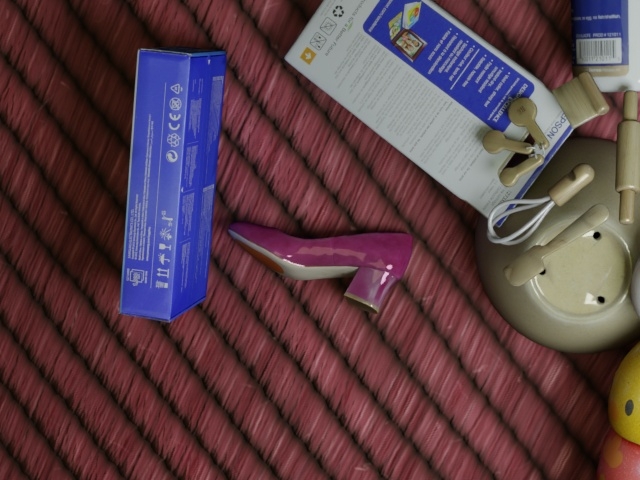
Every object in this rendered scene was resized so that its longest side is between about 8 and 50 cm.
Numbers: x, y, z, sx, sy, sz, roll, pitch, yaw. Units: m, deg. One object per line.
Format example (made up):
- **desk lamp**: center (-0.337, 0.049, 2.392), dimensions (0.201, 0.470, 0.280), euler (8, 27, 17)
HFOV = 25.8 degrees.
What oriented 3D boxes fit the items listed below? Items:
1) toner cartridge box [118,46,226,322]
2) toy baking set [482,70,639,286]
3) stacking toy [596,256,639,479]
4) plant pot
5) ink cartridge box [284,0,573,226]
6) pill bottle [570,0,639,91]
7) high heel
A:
- **toner cartridge box**: center (-0.195, -0.080, 1.851), dimensions (0.075, 0.165, 0.348), euler (7, 100, 10)
- **toy baking set**: center (0.287, -0.073, 1.649), dimensions (0.197, 0.030, 0.256), euler (-9, 70, 29)
- **stacking toy**: center (0.447, 0.217, 1.652), dimensions (0.350, 0.350, 0.480), euler (-9, 102, 13)
- **plant pot**: center (0.328, 0.020, 1.746), dimensions (0.284, 0.191, 0.284), euler (2, 99, 11)
- **ink cartridge box**: center (0.142, -0.195, 1.772), dimensions (0.371, 0.069, 0.176), euler (40, 104, 19)
- **pill bottle**: center (0.381, -0.317, 1.698), dimensions (0.153, 0.153, 0.264), euler (-1, 99, 12)
- **high heel**: center (0.000, 0.000, 1.882), dimensions (0.244, 0.082, 0.117), euler (23, 75, 20)
